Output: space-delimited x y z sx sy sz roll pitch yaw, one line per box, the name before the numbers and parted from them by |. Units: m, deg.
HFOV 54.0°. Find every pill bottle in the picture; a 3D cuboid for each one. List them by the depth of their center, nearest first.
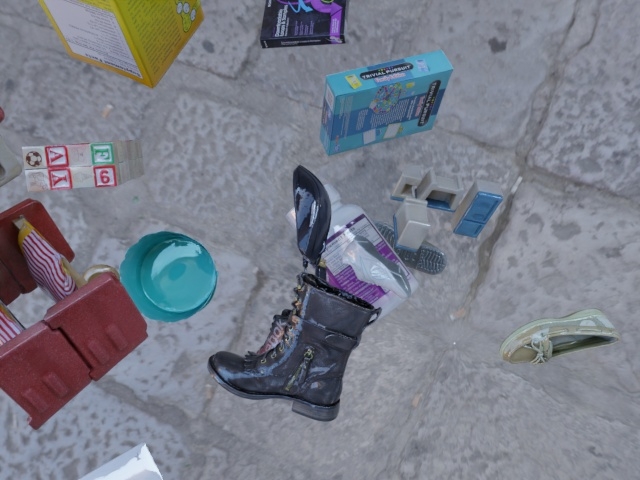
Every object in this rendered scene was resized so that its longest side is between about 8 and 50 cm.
pill bottle | 0.062 0.029 1.377 0.169 0.169 0.301 -38 86 4

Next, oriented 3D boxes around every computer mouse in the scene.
computer mouse | 0.000 0.000 1.156 0.060 0.184 0.262 -6 73 11

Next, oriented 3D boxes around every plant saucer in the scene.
plant saucer | -0.499 0.093 1.428 0.083 0.083 0.015 -36 35 4

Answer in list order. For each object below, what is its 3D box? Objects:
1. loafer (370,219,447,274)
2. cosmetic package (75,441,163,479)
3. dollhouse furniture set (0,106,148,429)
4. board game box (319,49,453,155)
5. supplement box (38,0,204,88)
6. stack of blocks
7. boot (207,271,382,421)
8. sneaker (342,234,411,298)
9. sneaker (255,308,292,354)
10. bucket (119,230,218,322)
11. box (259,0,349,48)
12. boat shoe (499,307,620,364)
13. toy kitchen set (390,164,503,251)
loafer | 0.209 0.018 1.643 0.251 0.087 0.094 26 102 10
cosmetic package | -0.515 0.549 1.270 0.377 0.284 0.097 -27 79 -23
dollhouse furniture set | -0.334 -0.018 0.593 0.152 0.374 0.201 -39 50 -23
board game box | 0.172 -0.377 1.739 0.336 0.253 0.079 -16 63 -13
supplement box | -0.351 -0.460 1.032 0.194 0.356 0.195 23 68 12
stack of blocks | -0.493 -0.167 1.346 0.171 0.297 0.087 -4 100 -4
boot | -0.047 0.158 1.036 0.263 0.091 0.229 16 107 9
sneaker | 0.107 0.059 1.184 0.152 0.054 0.061 43 117 1
sneaker | -0.082 0.241 1.488 0.276 0.098 0.135 -37 57 36
bucket | -0.438 0.107 1.865 0.281 0.183 0.281 0 88 -2
box | -0.029 -0.418 1.184 0.162 0.029 0.116 -1 64 12
boat shoe | 0.314 0.134 0.829 0.153 0.056 0.048 -13 38 -6
toy kitchen set | 0.233 -0.030 1.184 0.207 0.122 0.166 11 47 -11
